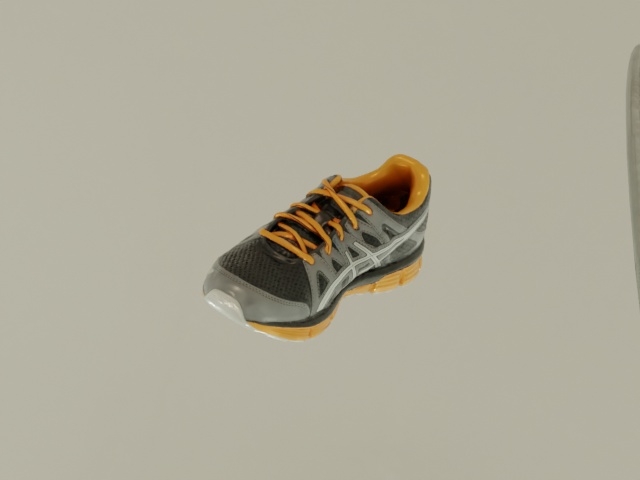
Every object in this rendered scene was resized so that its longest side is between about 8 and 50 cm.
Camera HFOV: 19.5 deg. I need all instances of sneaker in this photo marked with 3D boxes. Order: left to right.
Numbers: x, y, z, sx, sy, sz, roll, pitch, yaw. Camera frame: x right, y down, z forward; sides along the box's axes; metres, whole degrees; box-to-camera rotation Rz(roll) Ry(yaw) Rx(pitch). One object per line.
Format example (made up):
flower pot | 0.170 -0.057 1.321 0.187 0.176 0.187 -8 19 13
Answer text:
sneaker | 0.000 0.000 1.218 0.084 0.083 0.215 32 -147 22

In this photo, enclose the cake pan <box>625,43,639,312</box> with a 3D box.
cake pan | 0.166 0.067 0.697 0.054 0.293 0.293 -9 177 15
